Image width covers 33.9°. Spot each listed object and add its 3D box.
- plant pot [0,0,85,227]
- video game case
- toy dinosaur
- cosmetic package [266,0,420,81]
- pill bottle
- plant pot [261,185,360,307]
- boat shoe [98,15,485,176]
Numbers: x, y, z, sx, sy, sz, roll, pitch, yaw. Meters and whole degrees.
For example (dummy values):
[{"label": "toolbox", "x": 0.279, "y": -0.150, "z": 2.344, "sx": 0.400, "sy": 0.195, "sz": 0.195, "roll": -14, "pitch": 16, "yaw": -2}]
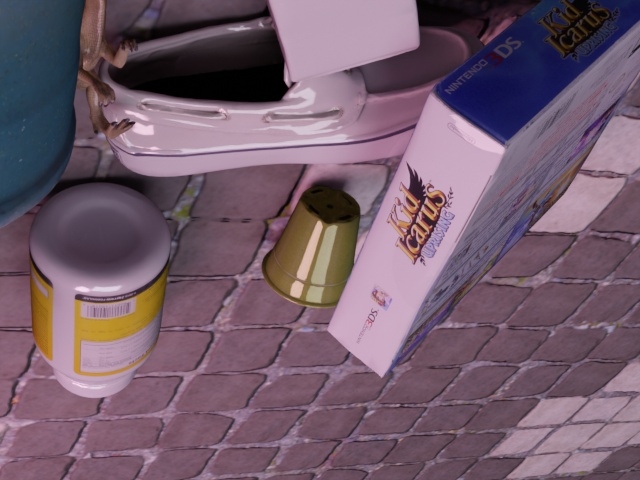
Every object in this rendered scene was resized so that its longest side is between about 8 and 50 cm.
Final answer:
[{"label": "plant pot", "x": -0.202, "y": -0.170, "z": 0.394, "sx": 0.272, "sy": 0.271, "sz": 0.255, "roll": 4, "pitch": 126, "yaw": -28}, {"label": "video game case", "x": 0.131, "y": -0.061, "z": 0.731, "sx": 0.269, "sy": 0.061, "sz": 0.244, "roll": -40, "pitch": 160, "yaw": -37}, {"label": "toy dinosaur", "x": -0.158, "y": -0.103, "z": 0.645, "sx": 0.053, "sy": 0.092, "sz": 0.183, "roll": -13, "pitch": 164, "yaw": -48}, {"label": "cosmetic package", "x": -0.011, "y": -0.203, "z": 0.542, "sx": 0.086, "sy": 0.117, "sz": 0.231, "roll": -16, "pitch": 145, "yaw": -1}, {"label": "pill bottle", "x": -0.176, "y": 0.047, "z": 0.831, "sx": 0.103, "sy": 0.103, "sz": 0.184, "roll": -5, "pitch": 144, "yaw": -18}, {"label": "plant pot", "x": 0.000, "y": 0.000, "z": 0.876, "sx": 0.083, "sy": 0.083, "sz": 0.079, "roll": -1, "pitch": 131, "yaw": -24}, {"label": "boat shoe", "x": -0.014, "y": -0.111, "z": 0.697, "sx": 0.268, "sy": 0.096, "sz": 0.088, "roll": -6, "pitch": 149, "yaw": -3}]
